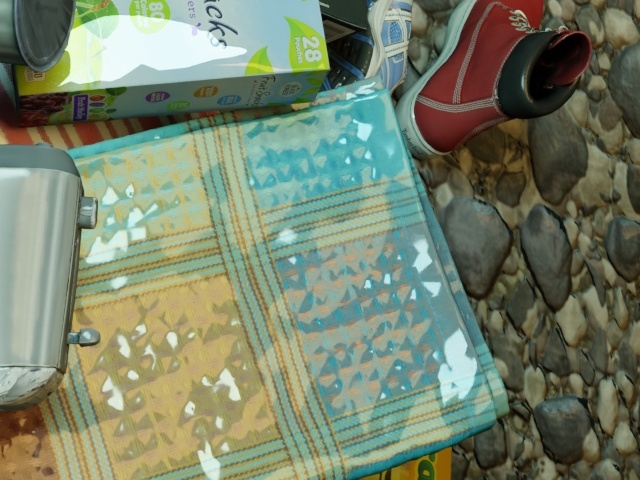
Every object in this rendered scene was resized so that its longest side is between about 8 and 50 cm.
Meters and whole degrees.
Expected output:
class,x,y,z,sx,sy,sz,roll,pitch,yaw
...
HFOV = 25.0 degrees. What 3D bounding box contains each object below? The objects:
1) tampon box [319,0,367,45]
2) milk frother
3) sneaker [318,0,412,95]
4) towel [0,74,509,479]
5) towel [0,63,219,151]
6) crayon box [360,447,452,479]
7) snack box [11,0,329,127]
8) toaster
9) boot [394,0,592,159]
class,x,y,z,sx,sy,sz,roll,pitch,yaw
tampon box,-0.038,-0.234,1.121,0.101,0.120,0.161,15,70,-40
milk frother,-0.211,-0.176,0.853,0.129,0.134,0.143,-21,118,-77
sneaker,0.038,-0.178,1.225,0.081,0.080,0.211,56,45,-47
towel,-0.070,0.048,0.964,0.370,0.040,0.271,-15,79,-25
towel,-0.159,-0.091,1.036,0.197,0.029,0.144,-36,104,-40
crayon box,-0.002,0.183,1.076,0.318,0.081,0.202,19,66,-40
snack box,-0.110,-0.175,0.977,0.207,0.070,0.175,-7,76,-14
toaster,-0.241,0.025,0.826,0.227,0.129,0.146,-1,81,-8
boot,0.187,-0.176,1.286,0.088,0.176,0.244,50,49,-20
